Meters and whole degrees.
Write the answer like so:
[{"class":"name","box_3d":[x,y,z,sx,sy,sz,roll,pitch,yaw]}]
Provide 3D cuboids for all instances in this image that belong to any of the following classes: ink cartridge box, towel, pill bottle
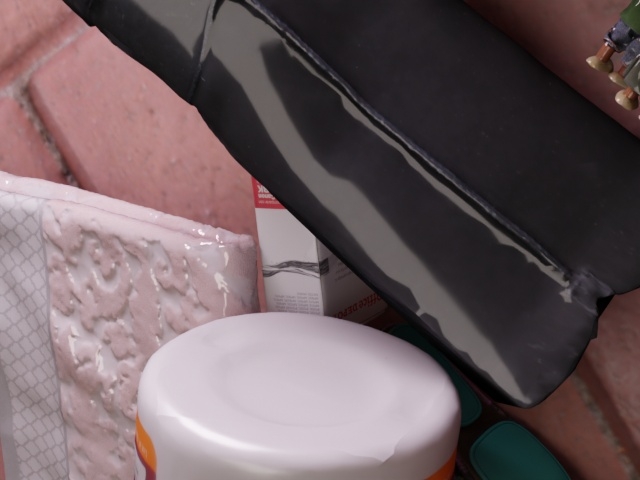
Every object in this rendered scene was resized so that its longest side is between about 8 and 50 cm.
[{"class":"ink cartridge box","box_3d":[0.000,0.000,1.296,0.056,0.099,0.135,2,105,31]},{"class":"towel","box_3d":[-0.166,0.124,1.402,0.317,0.053,0.332,16,118,38]},{"class":"pill bottle","box_3d":[-0.028,0.271,1.221,0.224,0.224,0.392,17,116,24]}]

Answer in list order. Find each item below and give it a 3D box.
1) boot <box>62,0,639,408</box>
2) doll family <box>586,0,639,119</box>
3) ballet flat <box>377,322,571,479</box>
[{"class":"boot","box_3d":[0.091,-0.155,1.164,0.445,0.146,0.367,43,100,5]},{"class":"doll family","box_3d":[0.256,-0.106,1.055,0.193,0.076,0.111,39,115,9]},{"class":"ballet flat","box_3d":[0.112,0.158,1.304,0.221,0.077,0.079,45,139,16]}]
